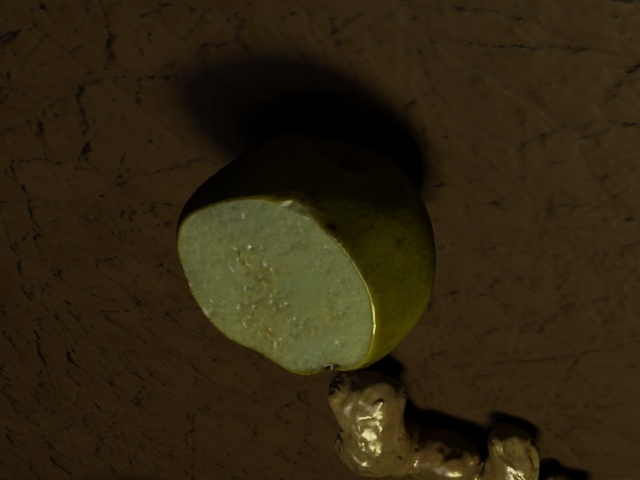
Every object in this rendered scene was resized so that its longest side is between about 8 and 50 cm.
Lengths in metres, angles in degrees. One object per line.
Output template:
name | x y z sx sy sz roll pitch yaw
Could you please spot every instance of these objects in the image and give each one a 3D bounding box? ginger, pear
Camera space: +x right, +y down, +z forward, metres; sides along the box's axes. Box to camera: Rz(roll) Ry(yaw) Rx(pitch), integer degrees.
ginger | 0.107 0.168 1.013 0.149 0.065 0.258 -15 130 28
pear | 0.000 0.000 0.758 0.141 0.104 0.141 16 127 22
